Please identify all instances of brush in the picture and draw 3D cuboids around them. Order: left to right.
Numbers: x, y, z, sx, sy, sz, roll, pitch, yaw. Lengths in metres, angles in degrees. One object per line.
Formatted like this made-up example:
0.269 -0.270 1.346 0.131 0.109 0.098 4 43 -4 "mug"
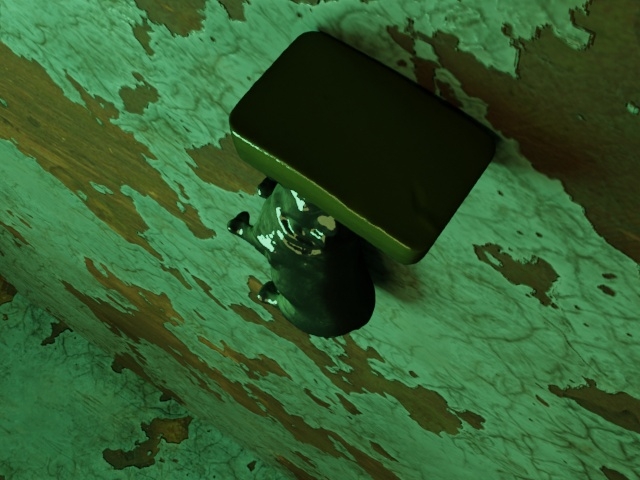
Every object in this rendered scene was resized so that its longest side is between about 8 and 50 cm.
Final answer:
0.033 -0.077 0.796 0.197 0.123 0.059 34 162 12 "brush"

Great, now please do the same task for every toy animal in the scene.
-0.014 -0.011 1.026 0.168 0.106 0.343 32 154 17 "toy animal"
